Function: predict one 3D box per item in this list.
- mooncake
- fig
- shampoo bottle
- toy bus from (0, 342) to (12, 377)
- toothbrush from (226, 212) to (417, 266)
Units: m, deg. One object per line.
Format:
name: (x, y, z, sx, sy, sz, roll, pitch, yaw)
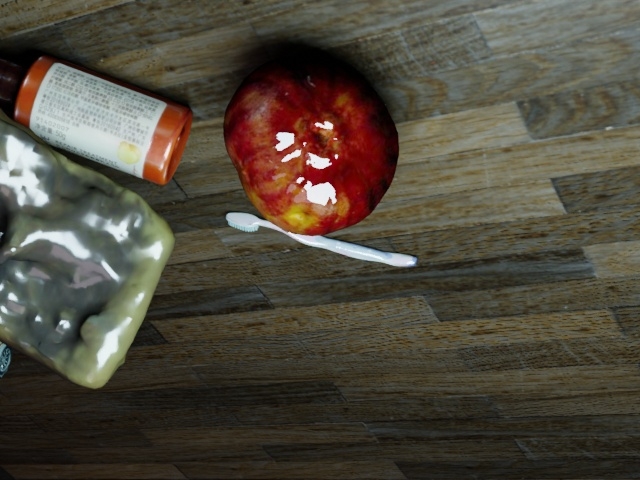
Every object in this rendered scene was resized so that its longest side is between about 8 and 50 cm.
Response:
mooncake: (-0.387, -0.018, 1.275, 0.393, 0.246, 0.394, 17, 160, 24)
fig: (-0.014, -0.111, 1.251, 0.203, 0.186, 0.249, 49, 180, -7)
shampoo bottle: (-0.304, -0.163, 1.340, 0.278, 0.104, 0.104, 20, 143, -1)
toy bus: (-0.488, 0.063, 1.563, 0.139, 0.275, 0.167, 14, 139, 7)
toothbrush: (0.000, 0.000, 1.476, 0.269, 0.021, 0.027, 14, 155, 8)
